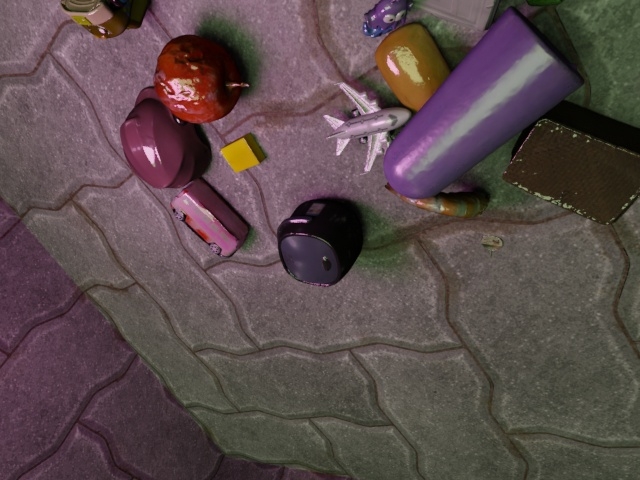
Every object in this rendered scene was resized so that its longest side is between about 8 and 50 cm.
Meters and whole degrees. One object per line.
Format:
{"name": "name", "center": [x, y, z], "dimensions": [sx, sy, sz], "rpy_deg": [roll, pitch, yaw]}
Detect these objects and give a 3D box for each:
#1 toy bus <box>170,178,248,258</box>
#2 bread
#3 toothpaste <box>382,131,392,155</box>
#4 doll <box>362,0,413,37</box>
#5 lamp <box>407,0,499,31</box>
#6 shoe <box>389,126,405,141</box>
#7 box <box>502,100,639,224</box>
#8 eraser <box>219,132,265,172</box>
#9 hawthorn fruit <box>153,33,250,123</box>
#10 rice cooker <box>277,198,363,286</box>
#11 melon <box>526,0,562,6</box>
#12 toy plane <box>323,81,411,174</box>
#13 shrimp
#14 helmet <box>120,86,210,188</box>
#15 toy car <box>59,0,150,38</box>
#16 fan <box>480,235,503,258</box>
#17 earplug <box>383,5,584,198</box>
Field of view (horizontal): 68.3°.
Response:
{"name": "toy bus", "center": [-0.401, -0.077, 1.731], "dimensions": [0.302, 0.127, 0.147], "rpy_deg": [45, 131, -11]}
{"name": "bread", "center": [0.225, -0.402, 1.136], "dimensions": [0.147, 0.098, 0.217], "rpy_deg": [-26, 109, 45]}
{"name": "toothpaste", "center": [0.190, -0.259, 1.321], "dimensions": [0.048, 0.031, 0.190], "rpy_deg": [-2, 122, 41]}
{"name": "doll", "center": [0.147, -0.500, 1.063], "dimensions": [0.110, 0.206, 0.067], "rpy_deg": [-21, 96, -3]}
{"name": "lamp", "center": [0.230, -0.520, 0.937], "dimensions": [0.266, 0.269, 0.047], "rpy_deg": [26, 98, 10]}
{"name": "shoe", "center": [0.240, -0.248, 1.284], "dimensions": [0.143, 0.064, 0.071], "rpy_deg": [46, 152, -5]}
{"name": "box", "center": [0.587, -0.184, 1.081], "dimensions": [0.273, 0.143, 0.184], "rpy_deg": [25, 134, 8]}
{"name": "eraser", "center": [-0.254, -0.282, 1.536], "dimensions": [0.122, 0.045, 0.097], "rpy_deg": [-14, 119, 37]}
{"name": "hawthorn fruit", "center": [-0.311, -0.437, 1.310], "dimensions": [0.272, 0.242, 0.242], "rpy_deg": [16, 132, 17]}
{"name": "rice cooker", "center": [0.000, 0.000, 1.505], "dimensions": [0.267, 0.224, 0.267], "rpy_deg": [15, 133, 16]}
{"name": "melon", "center": [0.412, -0.548, 0.902], "dimensions": [0.064, 0.118, 0.209], "rpy_deg": [-3, 120, 37]}
{"name": "toy plane", "center": [0.129, -0.308, 1.247], "dimensions": [0.255, 0.101, 0.251], "rpy_deg": [-6, 111, 38]}
{"name": "shrimp", "center": [0.307, -0.107, 1.261], "dimensions": [0.287, 0.185, 0.068], "rpy_deg": [9, 107, 13]}
{"name": "helmet", "center": [-0.544, -0.315, 1.570], "dimensions": [0.271, 0.197, 0.338], "rpy_deg": [-9, 122, 37]}
{"name": "toy car", "center": [-0.562, -0.663, 1.288], "dimensions": [0.204, 0.247, 0.198], "rpy_deg": [12, 169, 18]}
{"name": "fan", "center": [0.509, 0.016, 1.387], "dimensions": [0.060, 0.003, 0.080], "rpy_deg": [-18, 115, 39]}
{"name": "earplug", "center": [0.322, -0.268, 1.062], "dimensions": [0.215, 0.215, 0.456], "rpy_deg": [41, 126, -7]}
